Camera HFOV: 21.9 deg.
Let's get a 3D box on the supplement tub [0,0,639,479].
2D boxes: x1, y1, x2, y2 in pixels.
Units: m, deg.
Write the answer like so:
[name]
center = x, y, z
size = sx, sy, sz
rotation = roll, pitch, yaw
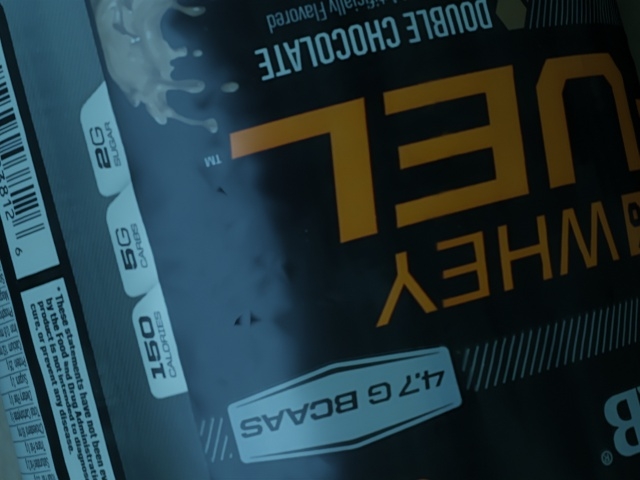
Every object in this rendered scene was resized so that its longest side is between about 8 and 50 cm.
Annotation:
[supplement tub]
center = 0.000, 0.000, 0.495
size = 0.207, 0.207, 0.338
rotation = -17, 88, 38
